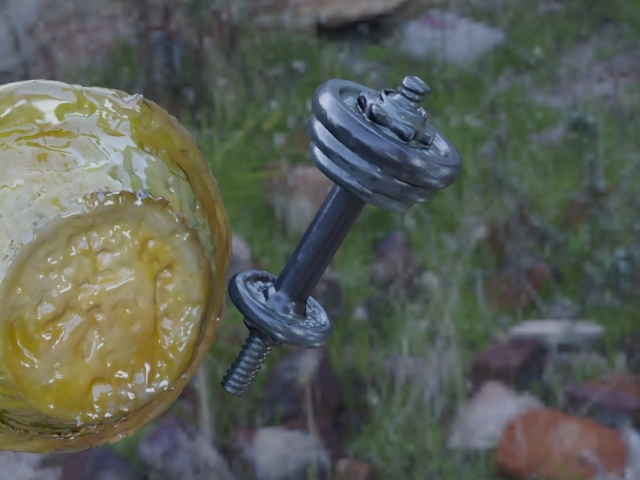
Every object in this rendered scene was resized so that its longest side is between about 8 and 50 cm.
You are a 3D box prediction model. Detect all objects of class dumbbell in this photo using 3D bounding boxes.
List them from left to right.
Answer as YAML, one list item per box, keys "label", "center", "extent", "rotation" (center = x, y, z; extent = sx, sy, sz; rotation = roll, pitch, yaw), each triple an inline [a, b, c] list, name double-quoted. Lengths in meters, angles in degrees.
- label: "dumbbell"
  center: [0.000, 0.000, 1.159]
  extent: [0.110, 0.254, 0.110]
  rotation: [29, 18, -10]

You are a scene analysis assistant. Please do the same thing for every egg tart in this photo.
- label: "egg tart"
  center: [-0.171, 0.026, 1.169]
  extent: [0.288, 0.288, 0.118]
  rotation: [-16, 24, -27]
